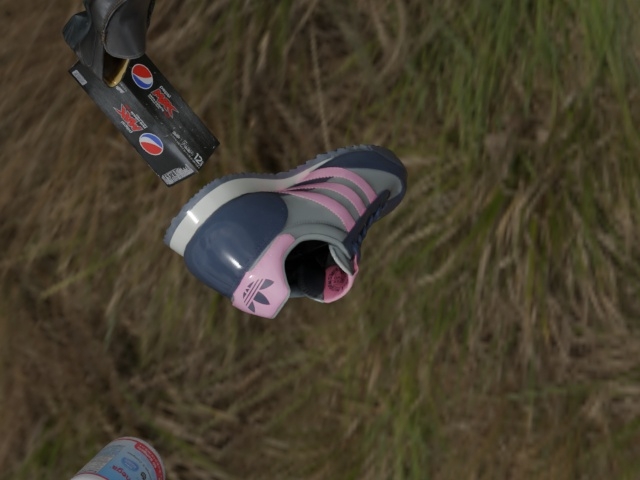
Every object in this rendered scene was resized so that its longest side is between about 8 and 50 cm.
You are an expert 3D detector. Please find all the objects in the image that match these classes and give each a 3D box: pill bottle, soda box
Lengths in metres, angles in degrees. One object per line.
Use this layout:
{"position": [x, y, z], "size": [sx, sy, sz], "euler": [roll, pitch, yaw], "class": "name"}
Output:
{"position": [-0.254, 0.302, 1.977], "size": [0.087, 0.160, 0.087], "euler": [8, 112, 19], "class": "pill bottle"}
{"position": [-0.186, -0.141, 1.777], "size": [0.053, 0.060, 0.169], "euler": [-24, 113, 40], "class": "soda box"}

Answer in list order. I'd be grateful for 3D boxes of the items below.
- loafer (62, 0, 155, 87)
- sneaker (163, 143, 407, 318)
{"position": [-0.157, -0.176, 1.348], "size": [0.061, 0.062, 0.170], "euler": [60, 157, 2], "class": "loafer"}
{"position": [0.000, 0.000, 1.521], "size": [0.131, 0.319, 0.112], "euler": [46, 125, 19], "class": "sneaker"}
